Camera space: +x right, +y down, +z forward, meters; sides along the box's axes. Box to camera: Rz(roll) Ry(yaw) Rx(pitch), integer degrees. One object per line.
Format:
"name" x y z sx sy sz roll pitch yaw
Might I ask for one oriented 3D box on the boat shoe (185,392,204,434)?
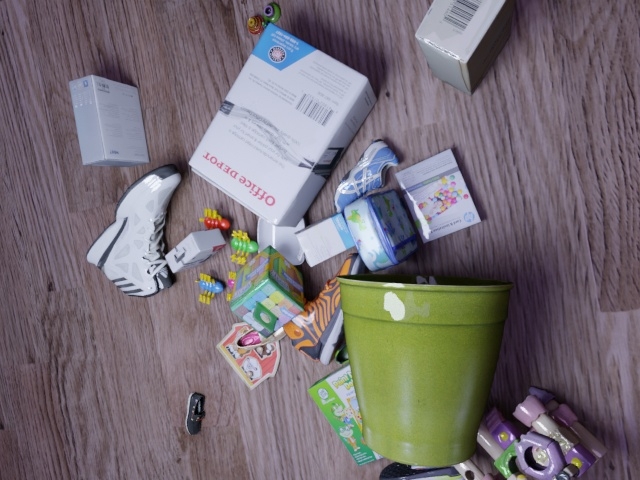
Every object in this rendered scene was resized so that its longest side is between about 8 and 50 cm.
"boat shoe" -0.387 0.541 1.419 0.042 0.049 0.133 6 94 27

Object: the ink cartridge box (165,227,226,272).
"ink cartridge box" -0.337 0.027 1.234 0.135 0.099 0.056 -34 80 34

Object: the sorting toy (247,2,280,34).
"sorting toy" -0.153 -0.585 1.208 0.102 0.042 0.061 -34 84 20

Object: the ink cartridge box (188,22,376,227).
"ink cartridge box" -0.092 -0.268 1.130 0.285 0.166 0.395 35 98 13

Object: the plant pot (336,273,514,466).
"plant pot" 0.213 0.257 0.974 0.366 0.366 0.353 1 89 20

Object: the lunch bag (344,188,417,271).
"lunch bag" 0.149 -0.024 1.067 0.090 0.219 0.176 -22 88 27

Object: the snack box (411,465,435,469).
"snack box" 0.267 0.507 1.092 0.022 0.178 0.064 16 58 -11

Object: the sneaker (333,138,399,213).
"sneaker" 0.110 -0.147 1.142 0.081 0.080 0.211 41 109 14

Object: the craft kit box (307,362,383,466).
"craft kit box" 0.122 0.436 1.187 0.250 0.061 0.247 -41 78 34

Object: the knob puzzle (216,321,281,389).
"knob puzzle" -0.197 0.321 1.335 0.213 0.030 0.213 2 96 20

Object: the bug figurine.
"bug figurine" -0.269 0.054 1.299 0.216 0.072 0.279 18 107 30

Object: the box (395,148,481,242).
"box" 0.282 -0.105 1.106 0.145 0.038 0.186 -22 89 21

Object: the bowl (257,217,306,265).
"bowl" -0.098 -0.007 1.249 0.141 0.053 0.142 2 98 20

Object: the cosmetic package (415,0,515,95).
"cosmetic package" 0.297 -0.414 0.921 0.113 0.309 0.160 35 108 14

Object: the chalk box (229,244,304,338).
"chalk box" -0.129 0.137 1.133 0.132 0.213 0.132 -38 115 14

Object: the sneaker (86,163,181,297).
"sneaker" -0.486 -0.002 1.357 0.257 0.169 0.447 46 117 1

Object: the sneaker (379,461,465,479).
"sneaker" 0.266 0.624 1.170 0.234 0.084 0.097 -16 92 21

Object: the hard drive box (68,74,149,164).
"hard drive box" -0.608 -0.337 1.331 0.089 0.181 0.232 -7 93 21

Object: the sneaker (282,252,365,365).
"sneaker" -0.007 0.160 1.196 0.180 0.124 0.321 23 104 15

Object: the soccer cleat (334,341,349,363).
"soccer cleat" 0.108 0.258 1.186 0.060 0.072 0.179 46 99 9

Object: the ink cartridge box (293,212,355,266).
"ink cartridge box" 0.000 0.000 1.159 0.143 0.092 0.090 -26 96 -6

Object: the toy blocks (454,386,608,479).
"toy blocks" 0.398 0.455 1.001 0.260 0.308 0.289 47 114 38

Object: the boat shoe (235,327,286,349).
"boat shoe" -0.161 0.264 1.282 0.170 0.059 0.063 -29 75 9
